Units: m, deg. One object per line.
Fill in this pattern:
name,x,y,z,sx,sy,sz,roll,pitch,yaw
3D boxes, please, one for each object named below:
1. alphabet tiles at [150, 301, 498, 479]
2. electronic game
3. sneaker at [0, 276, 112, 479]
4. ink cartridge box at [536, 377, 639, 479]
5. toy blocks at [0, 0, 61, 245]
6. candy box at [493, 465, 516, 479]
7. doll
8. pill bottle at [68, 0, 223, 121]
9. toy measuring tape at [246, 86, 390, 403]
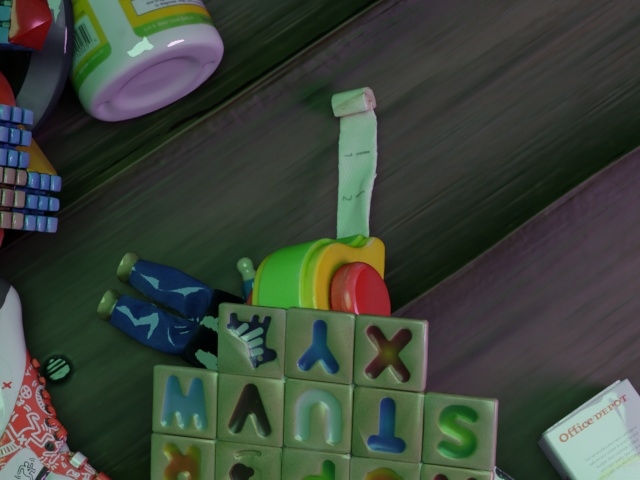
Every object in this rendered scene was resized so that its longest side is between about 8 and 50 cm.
alphabet tiles,-0.004,0.223,1.340,0.285,0.011,0.342,5,100,16
electronic game,-0.304,-0.187,1.470,0.229,0.048,0.229,5,98,34
sneaker,-0.245,0.169,1.420,0.145,0.090,0.270,14,62,-16
ink cartridge box,0.253,0.191,1.413,0.088,0.052,0.122,-33,79,-7
toy blocks,-0.335,-0.064,1.385,0.261,0.191,0.381,5,89,22
candy box,0.082,0.246,1.394,0.196,0.070,0.165,34,79,10
doll,-0.093,0.072,1.455,0.189,0.046,0.129,25,79,8
pill bottle,-0.196,-0.242,1.489,0.136,0.136,0.246,-26,77,-5
toy measuring tape,0.000,0.000,1.409,0.121,0.121,0.330,3,66,2
